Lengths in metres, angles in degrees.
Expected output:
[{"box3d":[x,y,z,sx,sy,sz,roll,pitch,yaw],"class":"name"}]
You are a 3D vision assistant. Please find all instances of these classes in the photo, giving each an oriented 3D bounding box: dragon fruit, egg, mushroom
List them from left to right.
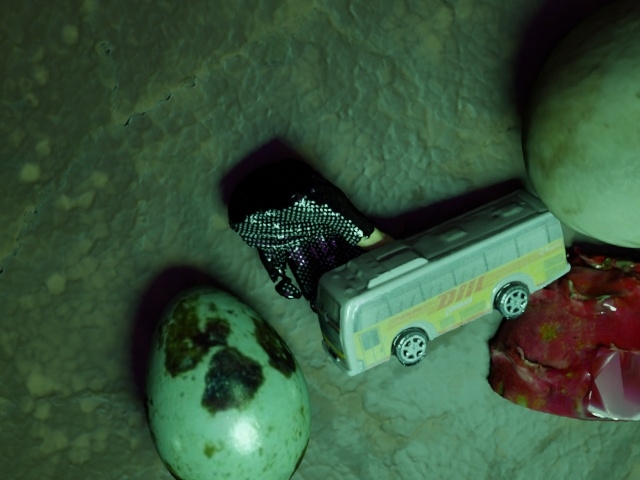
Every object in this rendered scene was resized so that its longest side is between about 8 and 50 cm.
[{"box3d":[-0.099,0.158,1.277,0.169,0.169,0.231,-19,84,1],"class":"egg"},{"box3d":[0.319,0.111,1.305,0.261,0.189,0.163,-2,128,-5],"class":"dragon fruit"},{"box3d":[0.360,-0.099,1.219,0.297,0.297,0.290,-40,124,4],"class":"mushroom"}]

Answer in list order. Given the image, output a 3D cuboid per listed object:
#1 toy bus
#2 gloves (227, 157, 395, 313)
[{"box3d":[0.124,0.041,1.270,0.268,0.092,0.106,-23,120,-14],"class":"toy bus"},{"box3d":[-0.002,0.000,1.305,0.129,0.106,0.181,-38,126,5],"class":"gloves"}]
